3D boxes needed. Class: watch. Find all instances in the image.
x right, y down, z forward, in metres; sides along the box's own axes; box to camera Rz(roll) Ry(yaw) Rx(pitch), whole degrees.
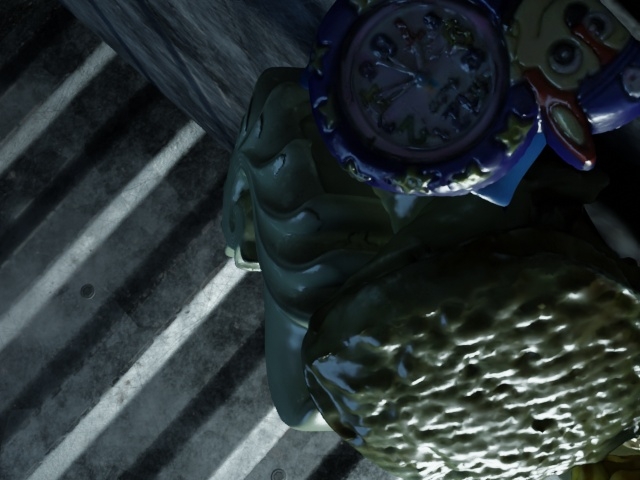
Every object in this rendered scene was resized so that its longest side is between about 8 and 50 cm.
[{"bbox_3d":[0.089,-0.104,0.631,0.196,0.171,0.200,41,-170,3],"label":"watch"}]

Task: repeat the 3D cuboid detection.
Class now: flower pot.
[{"bbox_3d":[0.000,0.000,1.063,0.164,0.254,0.368,4,-135,-24],"label":"flower pot"}]

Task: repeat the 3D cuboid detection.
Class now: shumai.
[{"bbox_3d":[0.142,0.036,0.871,0.330,0.292,0.288,39,-159,-34],"label":"shumai"}]

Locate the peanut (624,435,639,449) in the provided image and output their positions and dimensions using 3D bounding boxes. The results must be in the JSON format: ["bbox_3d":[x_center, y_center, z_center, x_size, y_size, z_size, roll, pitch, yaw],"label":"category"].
[{"bbox_3d":[0.275,0.101,1.003,0.290,0.130,0.130,41,175,-4],"label":"peanut"}]

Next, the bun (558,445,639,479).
[{"bbox_3d":[0.379,0.238,1.110,0.231,0.133,0.231,13,-154,-7],"label":"bun"}]

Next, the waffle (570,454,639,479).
[{"bbox_3d":[0.380,0.237,0.918,0.283,0.065,0.309,0,170,30],"label":"waffle"}]
